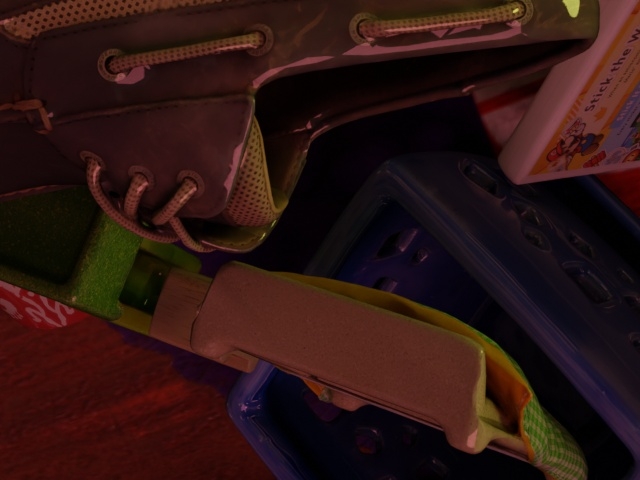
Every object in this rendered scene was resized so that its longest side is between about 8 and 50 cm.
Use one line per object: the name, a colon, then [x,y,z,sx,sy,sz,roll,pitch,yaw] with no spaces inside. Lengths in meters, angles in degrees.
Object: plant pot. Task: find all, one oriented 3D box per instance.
plant pot: [0.118,0.084,0.862,0.212,0.236,0.236,-23,154,-49]

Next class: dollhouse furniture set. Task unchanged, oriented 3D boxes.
dollhouse furniture set: [0.000,0.000,0.695,0.301,0.151,0.197,17,173,26]

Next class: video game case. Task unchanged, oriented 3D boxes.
video game case: [0.228,-0.129,0.786,0.206,0.026,0.227,-9,142,-36]

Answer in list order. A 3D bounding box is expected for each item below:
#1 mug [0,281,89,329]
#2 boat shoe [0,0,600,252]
mug: [-0.165,-0.035,0.778,0.150,0.113,0.169,-18,140,8]
boat shoe: [-0.056,-0.063,0.546,0.355,0.130,0.132,-23,168,13]
